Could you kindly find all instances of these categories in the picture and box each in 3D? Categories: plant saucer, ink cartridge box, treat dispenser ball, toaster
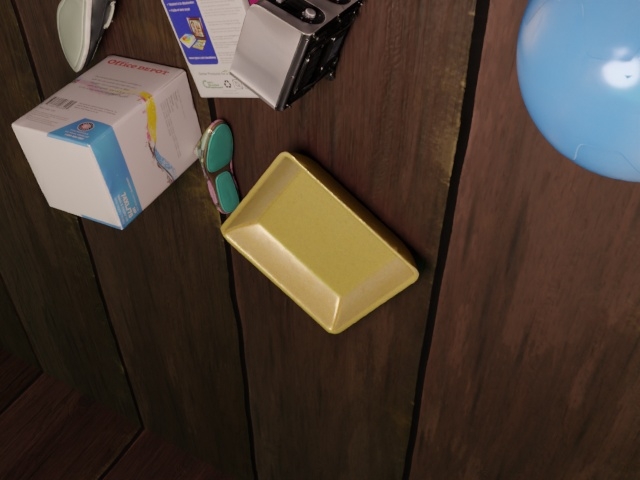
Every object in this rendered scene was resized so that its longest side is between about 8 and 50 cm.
[{"bbox_3d":[0.000,0.000,1.443,0.333,0.081,0.333,42,141,-4],"label":"plant saucer"},{"bbox_3d":[-0.184,-0.406,1.205,0.175,0.069,0.371,8,135,34],"label":"ink cartridge box"},{"bbox_3d":[0.358,-0.204,0.790,0.288,0.288,0.288,22,138,21],"label":"treat dispenser ball"},{"bbox_3d":[-0.391,-0.196,1.413,0.198,0.270,0.197,17,138,26],"label":"ink cartridge box"},{"bbox_3d":[-0.036,-0.300,1.114,0.110,0.168,0.186,37,141,8],"label":"toaster"}]

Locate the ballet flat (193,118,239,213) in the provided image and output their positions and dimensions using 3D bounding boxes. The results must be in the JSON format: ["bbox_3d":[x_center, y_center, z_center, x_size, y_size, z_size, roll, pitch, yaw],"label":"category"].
[{"bbox_3d":[-0.213,-0.152,1.480,0.079,0.077,0.221,34,146,35],"label":"ballet flat"}]

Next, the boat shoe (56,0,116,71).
[{"bbox_3d":[-0.415,-0.430,1.347,0.114,0.091,0.302,55,145,12],"label":"boat shoe"}]
